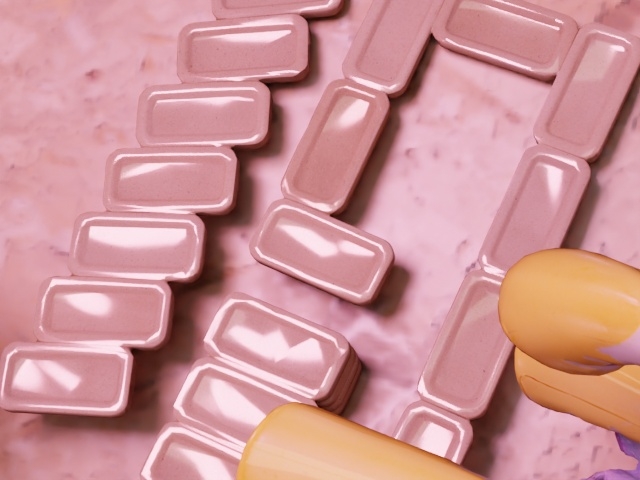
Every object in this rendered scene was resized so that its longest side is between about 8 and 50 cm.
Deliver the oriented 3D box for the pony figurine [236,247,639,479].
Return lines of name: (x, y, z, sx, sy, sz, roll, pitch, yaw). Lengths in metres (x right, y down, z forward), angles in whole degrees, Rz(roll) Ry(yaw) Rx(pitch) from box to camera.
pony figurine: (0.208, 0.124, 0.526, 0.363, 0.351, 0.303, 16, 78, 36)

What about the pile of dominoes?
pile of dominoes: (0.000, 0.000, 0.749, 0.196, 0.040, 0.251, 22, 76, 19)
